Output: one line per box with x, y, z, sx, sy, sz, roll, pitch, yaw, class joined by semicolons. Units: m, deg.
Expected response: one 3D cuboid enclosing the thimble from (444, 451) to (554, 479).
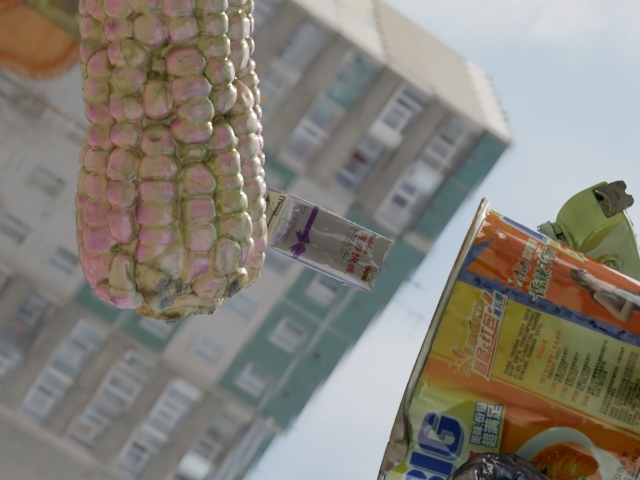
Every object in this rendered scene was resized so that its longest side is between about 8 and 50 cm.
0.144;0.247;1.327;0.098;0.150;0.150;-49;-163;25;thimble

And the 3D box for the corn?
-0.099;-0.116;1.047;0.126;0.127;0.335;-151;-122;-75;corn

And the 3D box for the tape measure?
0.261;0.039;1.689;0.154;0.177;0.087;-25;-142;4;tape measure

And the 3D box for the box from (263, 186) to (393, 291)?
0.000;0.000;1.361;0.036;0.117;0.050;23;-92;54;box

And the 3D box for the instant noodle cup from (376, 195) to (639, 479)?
0.197;0.127;1.501;0.296;0.214;0.296;19;90;-82;instant noodle cup
